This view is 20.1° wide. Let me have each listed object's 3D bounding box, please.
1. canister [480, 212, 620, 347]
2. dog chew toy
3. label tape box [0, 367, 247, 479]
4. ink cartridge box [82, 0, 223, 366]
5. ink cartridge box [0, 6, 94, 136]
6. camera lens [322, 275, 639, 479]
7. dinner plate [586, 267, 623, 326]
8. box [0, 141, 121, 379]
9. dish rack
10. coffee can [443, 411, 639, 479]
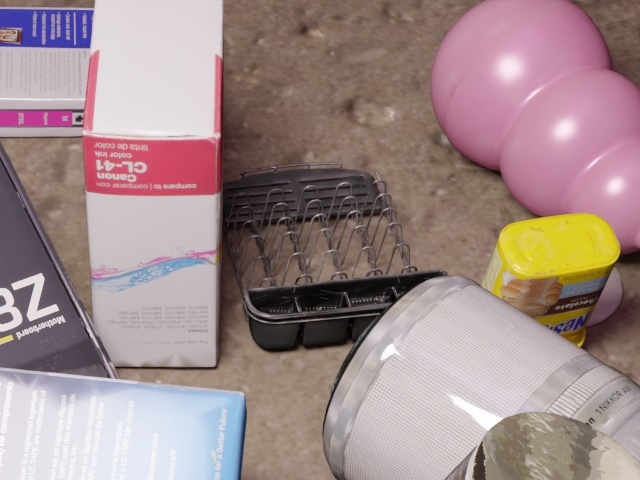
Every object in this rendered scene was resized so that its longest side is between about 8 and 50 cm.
[{"bbox_3d":[0.214,0.051,1.765,0.126,0.170,0.073,-8,56,-16],"label":"canister"},{"bbox_3d":[0.267,-0.118,1.952,0.206,0.207,0.332,-22,58,-28],"label":"dog chew toy"},{"bbox_3d":[-0.244,0.239,1.482,0.347,0.115,0.249,5,70,0],"label":"label tape box"},{"bbox_3d":[-0.158,-0.056,1.737,0.131,0.306,0.226,2,43,-5],"label":"ink cartridge box"},{"bbox_3d":[-0.308,-0.194,2.045,0.371,0.069,0.176,-2,43,-6],"label":"ink cartridge box"},{"bbox_3d":[0.156,0.177,1.592,0.274,0.219,0.219,33,48,25],"label":"camera lens"},{"bbox_3d":[0.251,0.038,1.906,0.141,0.017,0.141,4,41,-3],"label":"dinner plate"},{"bbox_3d":[-0.408,0.108,1.605,0.395,0.097,0.318,-21,75,-27],"label":"box"},{"bbox_3d":[0.000,0.000,1.871,0.208,0.074,0.271,-5,44,-14],"label":"dish rack"},{"bbox_3d":[0.129,0.290,1.384,0.201,0.275,0.201,22,40,-20],"label":"coffee can"}]
